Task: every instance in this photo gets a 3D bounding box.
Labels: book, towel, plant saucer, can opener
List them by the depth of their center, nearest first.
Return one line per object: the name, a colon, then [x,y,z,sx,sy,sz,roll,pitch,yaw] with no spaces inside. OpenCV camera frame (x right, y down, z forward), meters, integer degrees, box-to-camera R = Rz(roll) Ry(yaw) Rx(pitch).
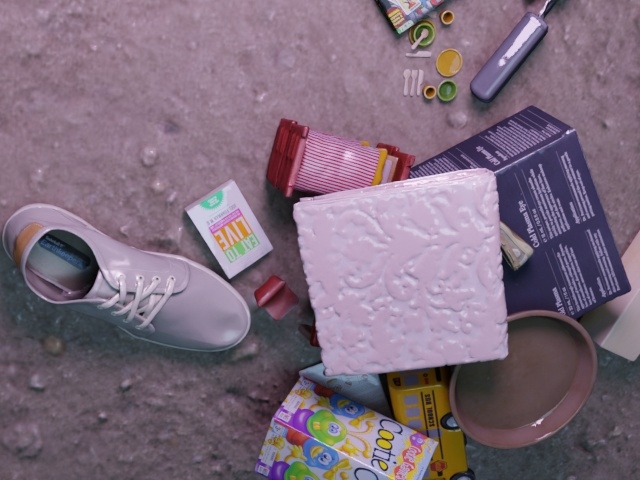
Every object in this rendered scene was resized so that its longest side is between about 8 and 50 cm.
towel: [0.134,0.060,1.611,0.316,0.053,0.332,-7,116,5]
can opener: [0.337,-0.370,1.707,0.095,0.076,0.283,40,99,8]
book: [-0.155,-0.021,1.726,0.096,0.035,0.144,-33,115,-6]
plant saucer: [0.350,0.239,1.761,0.277,0.041,0.278,-6,115,-13]

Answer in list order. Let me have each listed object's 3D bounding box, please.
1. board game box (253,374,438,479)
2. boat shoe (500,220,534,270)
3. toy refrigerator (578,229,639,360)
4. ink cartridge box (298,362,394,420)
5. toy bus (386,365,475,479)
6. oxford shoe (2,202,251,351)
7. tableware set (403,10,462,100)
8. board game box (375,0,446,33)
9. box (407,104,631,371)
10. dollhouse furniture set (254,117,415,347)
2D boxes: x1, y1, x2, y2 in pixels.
board game box: [0.046,0.385,1.794,0.275,0.144,0.142,25,123,9]
boat shoe: [0.284,-0.007,1.637,0.153,0.056,0.048,36,95,-31]
toy refrigerator: [0.620,0.087,1.939,0.102,0.094,0.270,23,104,-29]
ink cartridge box: [0.048,0.300,1.909,0.145,0.045,0.179,-20,100,-6]
toy bus: [0.209,0.347,1.888,0.130,0.108,0.333,-10,129,3]
oxford shoe: [-0.315,0.083,1.671,0.449,0.130,0.169,28,100,-24]
tableware set: [0.196,-0.312,1.705,0.104,0.024,0.154,0,111,-15]
board game box: [0.196,-0.465,1.637,0.259,0.030,0.136,-36,108,1]
box: [0.326,-0.006,1.775,0.312,0.179,0.343,-27,115,-3]
dollhouse furniture set: [0.000,0.000,1.684,0.201,0.152,0.374,10,101,-19]
